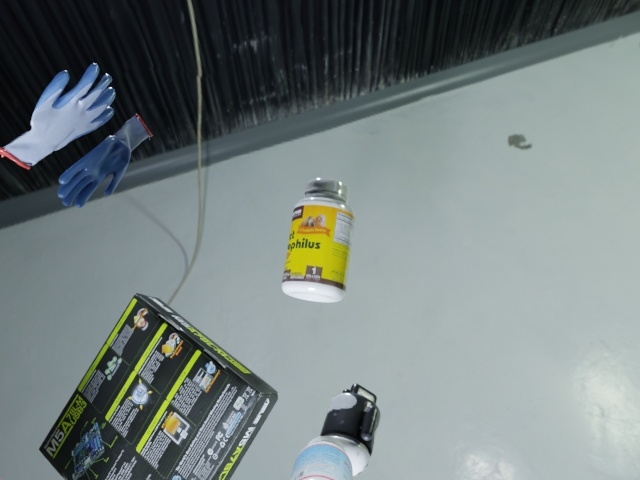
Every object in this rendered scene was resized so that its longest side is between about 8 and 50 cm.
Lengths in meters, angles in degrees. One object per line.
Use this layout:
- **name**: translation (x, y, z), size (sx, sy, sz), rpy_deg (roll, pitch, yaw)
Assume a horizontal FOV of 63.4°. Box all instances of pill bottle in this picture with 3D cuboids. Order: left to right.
- **pill bottle**: translation (0.000, 0.000, 0.958), size (0.118, 0.117, 0.214), rpy_deg (6, 74, 5)
- **pill bottle**: translation (0.002, 0.336, 0.719), size (0.087, 0.160, 0.087), rpy_deg (0, 93, 4)

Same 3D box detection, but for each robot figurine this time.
- **robot figurine**: translation (0.096, 0.599, 1.641), size (0.174, 0.209, 0.278), rpy_deg (6, 42, 17)

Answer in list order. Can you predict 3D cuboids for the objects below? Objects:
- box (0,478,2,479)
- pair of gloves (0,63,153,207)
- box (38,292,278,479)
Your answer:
- **box**: translation (-0.741, 0.594, 1.077), size (0.279, 0.290, 0.177), rpy_deg (54, 47, -2)
- **pair of gloves**: translation (-0.304, -0.127, 0.670), size (0.023, 0.198, 0.159), rpy_deg (39, 78, 20)
- **box**: translation (-0.162, 0.178, 0.505), size (0.184, 0.045, 0.190), rpy_deg (29, 87, 29)
